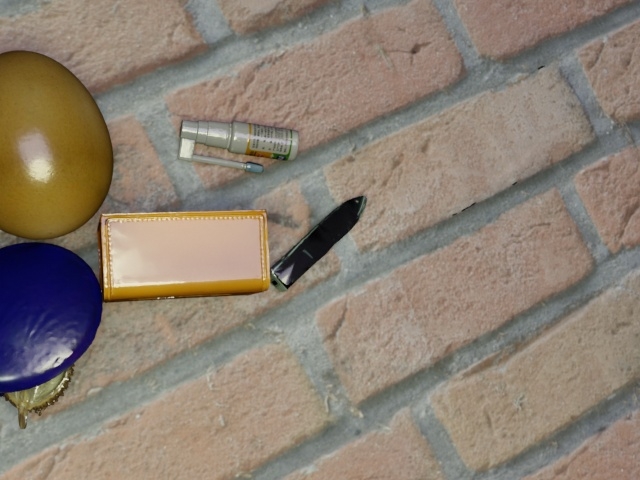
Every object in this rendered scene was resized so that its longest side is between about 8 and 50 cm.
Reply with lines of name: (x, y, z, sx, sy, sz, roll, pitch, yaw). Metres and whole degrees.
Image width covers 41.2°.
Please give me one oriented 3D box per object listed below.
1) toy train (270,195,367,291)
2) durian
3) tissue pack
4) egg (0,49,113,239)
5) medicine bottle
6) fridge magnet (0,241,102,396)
toy train: (0.000, 0.000, 1.626, 0.252, 0.048, 0.055, -42, 90, -24)
durian: (-0.479, 0.224, 1.421, 0.148, 0.091, 0.188, 1, 62, -3)
tissue pack: (-0.242, 0.030, 1.475, 0.275, 0.194, 0.145, -1, 86, -16)
egg: (-0.474, -0.159, 1.403, 0.250, 0.250, 0.322, -13, 80, -18)
medicine bottle: (-0.155, -0.178, 1.603, 0.221, 0.061, 0.092, 7, 98, -14)
fridge magnet: (-0.479, 0.122, 1.360, 0.266, 0.112, 0.265, -1, 57, 1)
